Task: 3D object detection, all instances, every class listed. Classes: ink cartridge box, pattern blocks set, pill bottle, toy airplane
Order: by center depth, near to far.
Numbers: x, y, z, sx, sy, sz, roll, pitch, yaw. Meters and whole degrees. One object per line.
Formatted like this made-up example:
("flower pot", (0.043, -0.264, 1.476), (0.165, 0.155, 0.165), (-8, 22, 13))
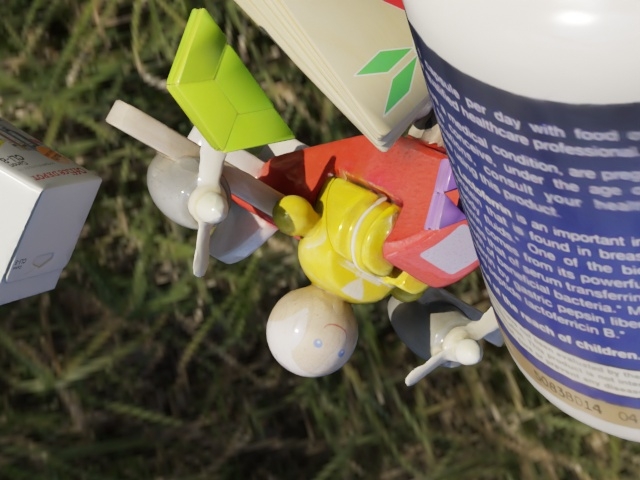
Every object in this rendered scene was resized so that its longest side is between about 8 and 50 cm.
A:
("pill bottle", (0.109, -0.064, 0.536), (0.153, 0.153, 0.264), (-21, 136, 2))
("pattern blocks set", (0.030, -0.157, 0.930), (0.285, 0.026, 0.325), (-37, 111, -20))
("ink cartridge box", (-0.320, -0.039, 1.541), (0.176, 0.128, 0.127), (31, 106, 12))
("toy airplane", (0.000, 0.000, 1.591), (0.386, 0.272, 0.384), (14, 162, 9))
